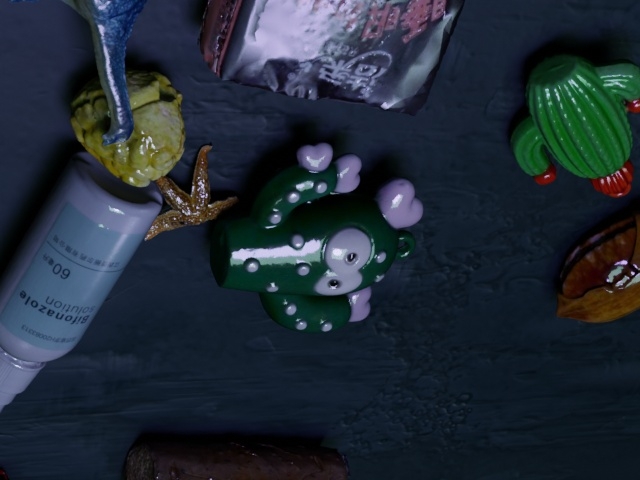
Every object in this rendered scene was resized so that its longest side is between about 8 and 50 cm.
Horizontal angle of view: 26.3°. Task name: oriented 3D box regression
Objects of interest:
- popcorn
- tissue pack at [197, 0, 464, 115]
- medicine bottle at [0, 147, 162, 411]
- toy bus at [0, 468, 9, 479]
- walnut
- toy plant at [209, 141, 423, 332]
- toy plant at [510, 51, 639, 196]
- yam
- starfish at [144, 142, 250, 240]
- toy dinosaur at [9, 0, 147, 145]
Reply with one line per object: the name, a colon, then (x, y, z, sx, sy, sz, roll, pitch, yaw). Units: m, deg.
popcorn: (-0.190, -0.120, 1.387, 0.106, 0.120, 0.116, -58, 166, -19)
tissue pack: (0.035, -0.293, 1.318, 0.245, 0.123, 0.332, 8, 122, -21)
medicine bottle: (-0.298, 0.065, 1.486, 0.110, 0.110, 0.352, 17, 120, -33)
toy bus: (-0.428, 0.380, 1.715, 0.081, 0.089, 0.195, -1, 128, -21)
walnut: (0.382, 0.036, 1.751, 0.207, 0.116, 0.115, -40, 132, 23)
toy plant: (0.000, 0.004, 1.555, 0.243, 0.112, 0.232, 22, 118, -35)
toy plant: (0.298, -0.124, 1.593, 0.154, 0.088, 0.240, -7, 142, -1)
yam: (-0.108, 0.324, 1.779, 0.279, 0.131, 0.131, 6, 126, -26)
starfish: (-0.132, -0.042, 1.511, 0.130, 0.041, 0.133, 3, 127, -26)
toy dinosaur: (-0.189, -0.266, 1.253, 0.147, 0.076, 0.363, 14, 106, -27)
